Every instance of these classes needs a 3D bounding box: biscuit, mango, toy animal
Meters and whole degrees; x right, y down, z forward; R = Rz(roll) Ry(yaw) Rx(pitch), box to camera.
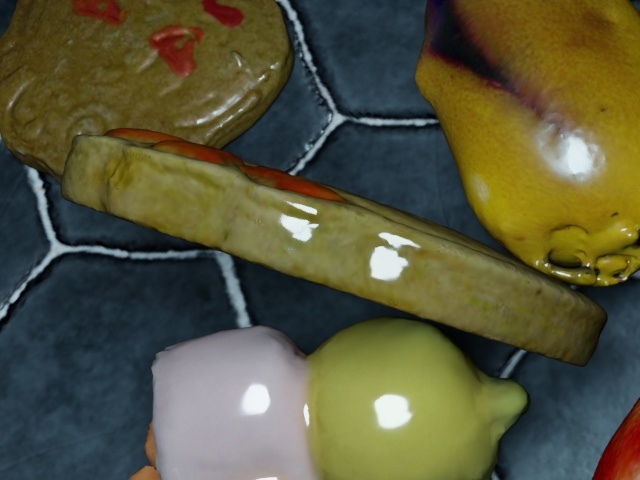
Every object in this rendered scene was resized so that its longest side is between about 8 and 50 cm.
[{"bbox_3d":[0.000,0.000,1.015,0.381,0.359,0.074,21,89,41],"label":"biscuit"},{"bbox_3d":[0.171,-0.099,1.090,0.201,0.152,0.287,-9,57,-20],"label":"mango"},{"bbox_3d":[-0.165,-0.160,1.300,0.273,0.049,0.257,29,73,29],"label":"biscuit"},{"bbox_3d":[0.003,0.131,1.026,0.281,0.169,0.195,-4,28,11],"label":"toy animal"}]

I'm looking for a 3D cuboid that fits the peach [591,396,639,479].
[{"bbox_3d":[0.324,0.148,0.871,0.338,0.281,0.281,-32,58,-3],"label":"peach"}]
